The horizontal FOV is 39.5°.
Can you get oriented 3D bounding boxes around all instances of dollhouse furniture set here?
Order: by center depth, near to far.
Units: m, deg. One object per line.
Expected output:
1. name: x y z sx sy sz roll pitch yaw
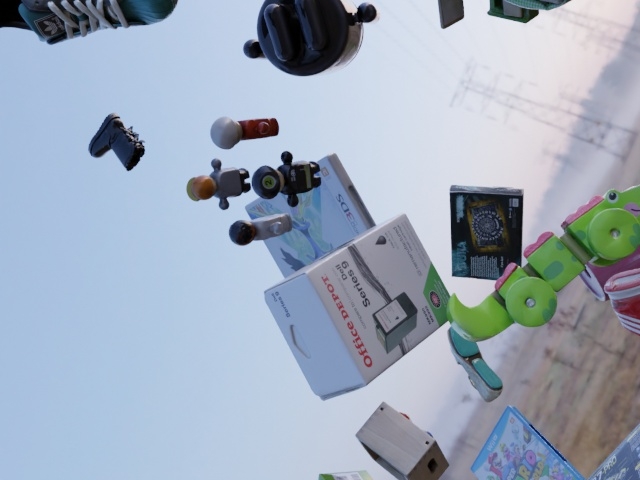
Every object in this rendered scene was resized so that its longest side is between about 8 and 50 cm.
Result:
1. dollhouse furniture set: 0.370 -0.424 1.581 0.198 0.302 0.151 -33 -50 -28

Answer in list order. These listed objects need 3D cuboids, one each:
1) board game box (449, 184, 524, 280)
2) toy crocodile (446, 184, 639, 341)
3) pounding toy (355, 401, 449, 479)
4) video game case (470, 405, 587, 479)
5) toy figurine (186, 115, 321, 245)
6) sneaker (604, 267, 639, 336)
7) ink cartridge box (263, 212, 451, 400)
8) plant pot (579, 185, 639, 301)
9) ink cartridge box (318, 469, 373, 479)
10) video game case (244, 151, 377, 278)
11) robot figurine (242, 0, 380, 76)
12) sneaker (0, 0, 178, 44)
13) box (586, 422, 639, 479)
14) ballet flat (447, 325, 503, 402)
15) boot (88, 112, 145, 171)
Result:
1. board game box: 0.292 -0.011 1.569 0.026 0.126 0.186 -63 -27 -51
2. toy crocodile: 0.319 0.023 1.179 0.341 0.105 0.115 -40 -11 7
3. pounding toy: 0.137 0.323 1.419 0.100 0.130 0.141 -47 -36 -14
4. video game case: 0.285 0.326 1.230 0.015 0.166 0.119 12 -68 -35
5. toy figurine: -0.130 -0.108 1.640 0.148 0.213 0.209 -16 -32 -47
6. sneaker: 0.614 0.100 1.525 0.128 0.221 0.087 64 -144 -19
7. ink cartridge box: 0.074 0.108 1.509 0.122 0.211 0.289 -27 2 45
8. plant pot: 0.604 0.022 1.773 0.180 0.201 0.201 -33 -17 1
9. ink cartridge box: 0.054 0.567 1.579 0.189 0.097 0.255 -137 51 -64
10. video game case: 0.000 0.000 1.928 0.036 0.299 0.329 -32 3 -40
11. robot figurine: -0.015 -0.384 1.634 0.278 0.209 0.173 -41 -26 -73
12. sneaker: -0.353 -0.333 1.288 0.108 0.302 0.121 70 -145 -51
13. box: 0.682 0.467 1.736 0.394 0.097 0.318 -56 8 22
14. ballet flat: 0.280 0.231 1.670 0.057 0.168 0.052 -6 -42 -29
15. boot: -0.390 -0.175 1.711 0.045 0.099 0.121 -22 -23 -52
